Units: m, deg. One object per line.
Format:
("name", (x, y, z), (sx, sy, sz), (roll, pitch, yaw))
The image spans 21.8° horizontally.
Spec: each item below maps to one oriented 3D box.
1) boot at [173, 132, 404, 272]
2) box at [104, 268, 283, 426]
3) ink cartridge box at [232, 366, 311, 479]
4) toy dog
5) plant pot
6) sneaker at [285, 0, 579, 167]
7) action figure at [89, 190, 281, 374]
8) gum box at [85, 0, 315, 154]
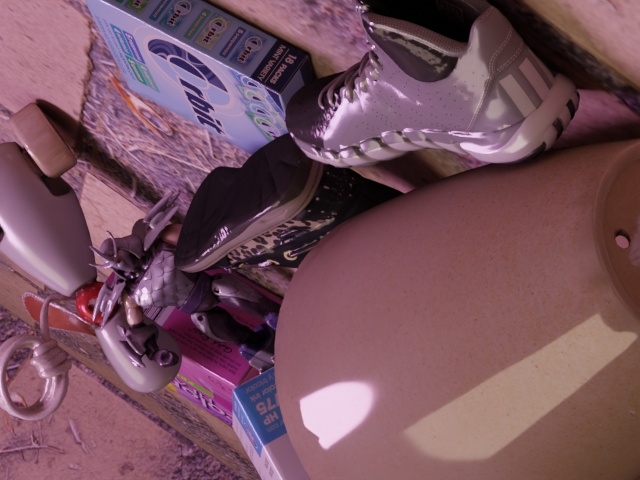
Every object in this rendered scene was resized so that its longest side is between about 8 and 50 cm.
("boot", (0.000, 0.001, 1.286), (0.178, 0.085, 0.236), (21, 158, -22))
("box", (-0.123, 0.121, 1.966), (0.213, 0.117, 0.243), (29, 164, 22))
("ink cartridge box", (0.065, 0.226, 1.550), (0.270, 0.197, 0.198), (60, 169, 13))
("toy dog", (-0.284, 0.014, 1.810), (0.161, 0.220, 0.334), (-126, 19, -79))
("plant pot", (0.141, 0.047, 1.007), (0.256, 0.256, 0.274), (37, 148, -8))
("sneaker", (0.039, -0.115, 0.997), (0.228, 0.086, 0.132), (1, 140, 47))
("action figure", (-0.111, 0.062, 1.714), (0.285, 0.185, 0.099), (27, -152, -22))
("gum box", (-0.083, -0.128, 1.269), (0.184, 0.041, 0.157), (29, 164, 19))
